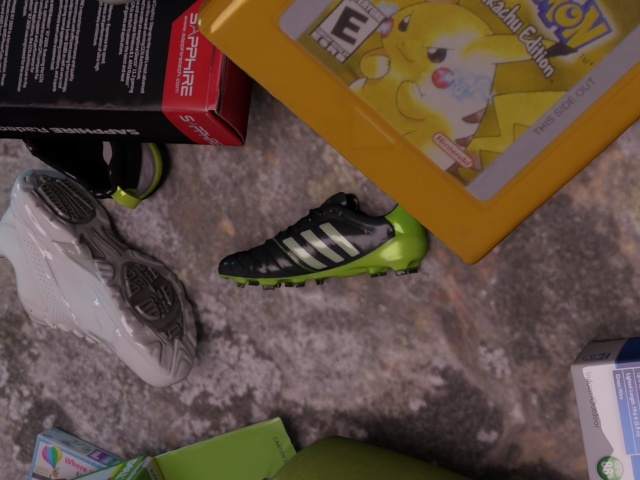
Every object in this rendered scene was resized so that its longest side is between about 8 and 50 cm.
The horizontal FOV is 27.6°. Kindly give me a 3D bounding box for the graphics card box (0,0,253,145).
[{"bbox_3d":[-0.227,-0.198,1.035,0.370,0.094,0.233,2,78,16],"label":"graphics card box"}]

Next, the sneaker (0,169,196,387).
[{"bbox_3d":[-0.202,0.050,1.149,0.232,0.090,0.115,48,121,17],"label":"sneaker"}]

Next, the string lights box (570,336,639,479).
[{"bbox_3d":[0.325,0.131,0.942,0.259,0.076,0.133,-9,96,24],"label":"string lights box"}]

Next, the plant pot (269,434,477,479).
[{"bbox_3d":[0.082,0.289,0.997,0.293,0.274,0.275,34,112,28],"label":"plant pot"}]

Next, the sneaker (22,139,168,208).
[{"bbox_3d":[-0.224,-0.120,1.106,0.234,0.097,0.084,42,113,9],"label":"sneaker"}]

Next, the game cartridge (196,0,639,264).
[{"bbox_3d":[0.124,-0.173,0.899,0.285,0.053,0.323,39,112,-20],"label":"game cartridge"}]

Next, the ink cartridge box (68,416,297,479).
[{"bbox_3d":[-0.123,0.282,1.125,0.255,0.097,0.189,-21,99,18],"label":"ink cartridge box"}]

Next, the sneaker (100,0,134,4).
[{"bbox_3d":[-0.038,-0.317,0.870,0.147,0.145,0.385,31,82,44],"label":"sneaker"}]

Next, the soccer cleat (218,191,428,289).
[{"bbox_3d":[0.000,0.000,1.065,0.178,0.060,0.072,-8,88,17],"label":"soccer cleat"}]

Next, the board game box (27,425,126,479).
[{"bbox_3d":[-0.203,0.251,1.214,0.154,0.026,0.103,22,109,17],"label":"board game box"}]
